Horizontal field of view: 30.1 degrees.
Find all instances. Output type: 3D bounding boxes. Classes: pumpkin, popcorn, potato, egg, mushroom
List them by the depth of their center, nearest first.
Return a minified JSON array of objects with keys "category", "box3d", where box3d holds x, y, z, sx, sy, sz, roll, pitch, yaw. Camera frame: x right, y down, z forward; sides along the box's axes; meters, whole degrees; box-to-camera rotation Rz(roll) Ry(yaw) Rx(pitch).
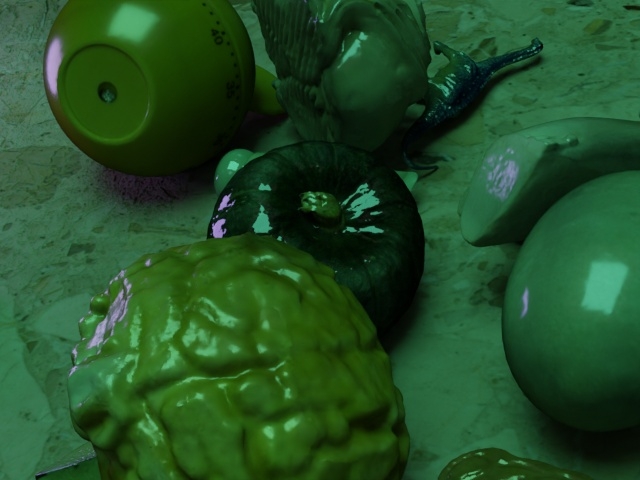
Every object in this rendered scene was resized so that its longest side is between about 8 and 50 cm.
[{"category":"popcorn","box3d":[-0.090,0.168,1.314,0.390,0.344,0.354,13,89,14]},{"category":"egg","box3d":[0.347,0.065,1.383,0.258,0.258,0.352,15,47,32]},{"category":"potato","box3d":[-0.260,0.287,1.505,0.149,0.081,0.120,-21,7,20]},{"category":"mushroom","box3d":[0.370,-0.097,1.557,0.407,0.154,0.137,-12,30,-24]},{"category":"pumpkin","box3d":[0.000,0.000,1.572,0.300,0.207,0.300,8,54,-11]}]

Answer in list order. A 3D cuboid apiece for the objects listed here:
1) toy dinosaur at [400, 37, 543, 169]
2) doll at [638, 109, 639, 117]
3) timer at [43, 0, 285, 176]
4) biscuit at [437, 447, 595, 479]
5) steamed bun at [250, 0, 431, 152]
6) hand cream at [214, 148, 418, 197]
[{"category":"toy dinosaur","box3d":[0.207,-0.244,1.918,0.147,0.076,0.363,24,53,34]},{"category":"doll","box3d":[0.530,-0.181,1.752,0.227,0.057,0.114,-25,37,-6]},{"category":"timer","box3d":[-0.256,-0.281,1.948,0.376,0.376,0.387,4,22,22]},{"category":"biscuit","box3d":[0.211,0.365,1.247,0.312,0.057,0.351,-31,43,-18]},{"category":"steamed bun","box3d":[0.045,-0.297,1.819,0.219,0.310,0.324,-21,22,-15]},{"category":"hand cream","box3d":[-0.017,-0.074,1.791,0.306,0.093,0.147,12,56,28]}]
